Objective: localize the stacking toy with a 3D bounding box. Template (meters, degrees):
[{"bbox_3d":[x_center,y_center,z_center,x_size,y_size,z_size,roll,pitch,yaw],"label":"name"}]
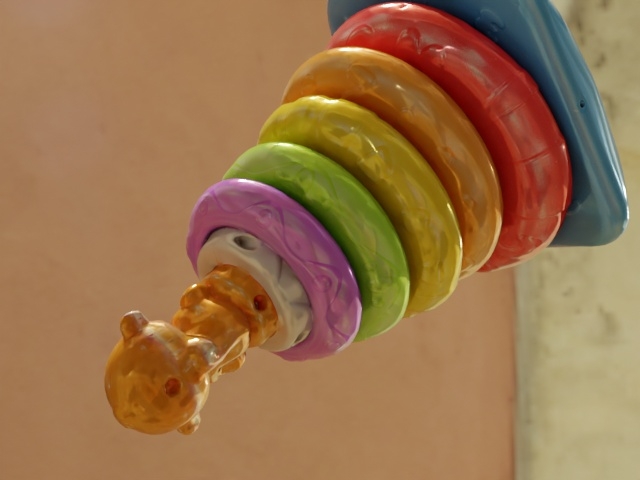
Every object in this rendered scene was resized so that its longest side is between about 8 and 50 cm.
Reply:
[{"bbox_3d":[0.000,0.000,0.914,0.302,0.166,0.175,-41,-64,-33],"label":"stacking toy"}]
